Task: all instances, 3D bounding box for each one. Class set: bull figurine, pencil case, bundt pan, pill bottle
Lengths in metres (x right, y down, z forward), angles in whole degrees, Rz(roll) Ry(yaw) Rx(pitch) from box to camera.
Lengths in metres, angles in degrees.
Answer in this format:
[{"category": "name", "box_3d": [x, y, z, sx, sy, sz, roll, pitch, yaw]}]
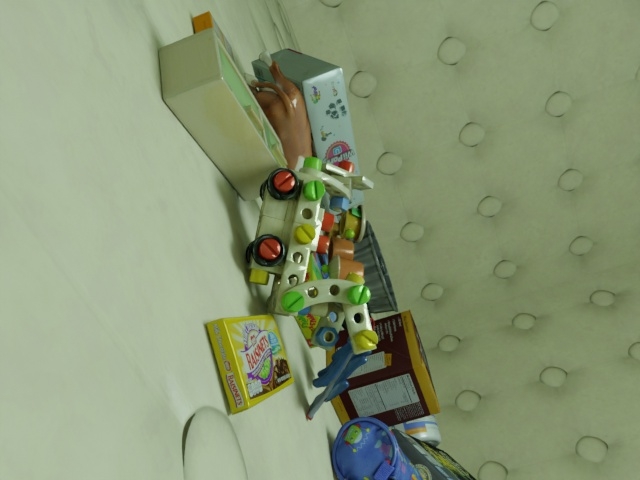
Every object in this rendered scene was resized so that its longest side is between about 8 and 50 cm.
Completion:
[{"category": "bull figurine", "box_3d": [-0.078, -0.202, 1.094, 0.188, 0.101, 0.310, 55, -19, 26]}, {"category": "pencil case", "box_3d": [0.118, 0.433, 1.052, 0.133, 0.119, 0.306, 41, -12, 39]}, {"category": "bundt pan", "box_3d": [0.160, 0.107, 1.966, 0.331, 0.124, 0.331, -19, 90, -81]}, {"category": "pill bottle", "box_3d": [0.228, 0.446, 1.593, 0.152, 0.152, 0.272, 59, 16, -54]}]

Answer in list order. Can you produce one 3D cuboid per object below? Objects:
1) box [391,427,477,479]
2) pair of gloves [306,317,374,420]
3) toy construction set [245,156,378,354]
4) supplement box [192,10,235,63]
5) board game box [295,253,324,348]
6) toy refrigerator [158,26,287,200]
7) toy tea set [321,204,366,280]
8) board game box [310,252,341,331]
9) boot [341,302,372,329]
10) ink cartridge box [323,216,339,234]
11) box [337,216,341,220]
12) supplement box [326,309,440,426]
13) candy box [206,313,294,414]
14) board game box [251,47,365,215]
[{"category": "box", "box_3d": [0.340, 0.619, 1.311, 0.318, 0.097, 0.395, 36, 0, -45]}, {"category": "pair of gloves", "box_3d": [0.033, 0.210, 0.945, 0.023, 0.159, 0.198, 39, 17, -1]}, {"category": "toy construction set", "box_3d": [0.000, 0.000, 0.882, 0.151, 0.215, 0.328, 132, -31, -60]}, {"category": "supplement box", "box_3d": [-0.193, -0.357, 1.039, 0.098, 0.036, 0.062, 53, 20, -63]}, {"category": "board game box", "box_3d": [-0.017, 0.116, 1.128, 0.181, 0.043, 0.092, -94, 163, -59]}, {"category": "toy refrigerator", "box_3d": [-0.132, -0.179, 0.867, 0.269, 0.094, 0.102, 58, 16, -58]}, {"category": "toy tea set", "box_3d": [0.021, -0.019, 1.319, 0.336, 0.124, 0.200, -106, -157, -65]}, {"category": "board game box", "box_3d": [0.004, 0.097, 1.350, 0.281, 0.027, 0.145, -98, 167, -50]}, {"category": "boot", "box_3d": [0.101, 0.252, 1.433, 0.246, 0.094, 0.207, -120, -166, -45]}, {"category": "ink cartridge box", "box_3d": [0.044, -0.007, 1.722, 0.122, 0.052, 0.089, -100, 168, -49]}, {"category": "box", "box_3d": [0.015, -0.198, 1.903, 0.216, 0.060, 0.270, -98, 166, -47]}, {"category": "supplement box", "box_3d": [0.125, 0.272, 1.185, 0.191, 0.194, 0.129, -90, 160, -63]}, {"category": "candy box", "box_3d": [-0.083, 0.147, 0.723, 0.206, 0.027, 0.105, 27, 42, -78]}, {"category": "board game box", "box_3d": [-0.024, -0.232, 1.218, 0.224, 0.097, 0.303, 41, -29, 49]}]
